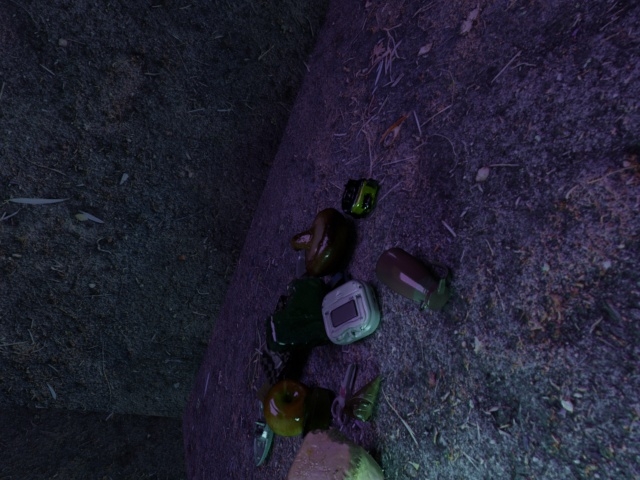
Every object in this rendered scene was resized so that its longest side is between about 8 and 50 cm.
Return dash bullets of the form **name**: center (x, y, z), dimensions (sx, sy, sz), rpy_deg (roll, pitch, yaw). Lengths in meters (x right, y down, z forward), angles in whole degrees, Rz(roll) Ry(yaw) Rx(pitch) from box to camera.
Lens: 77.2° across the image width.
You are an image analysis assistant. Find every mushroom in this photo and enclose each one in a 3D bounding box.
- **mushroom**: center (0.023, 0.005, 1.983), dimensions (0.345, 0.239, 0.346), rpy_deg (9, 101, 53)

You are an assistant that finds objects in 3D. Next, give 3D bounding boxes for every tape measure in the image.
- **tape measure**: center (0.176, -0.200, 1.896), dimensions (0.199, 0.112, 0.186), rpy_deg (7, 83, 65)

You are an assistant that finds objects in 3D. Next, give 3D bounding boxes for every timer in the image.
- **timer**: center (0.117, 0.294, 1.665), dimensions (0.262, 0.087, 0.237), rpy_deg (-35, 51, 31)

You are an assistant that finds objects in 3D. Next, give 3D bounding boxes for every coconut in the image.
- **coconut**: center (0.055, 0.801, 1.334), dimensions (0.297, 0.310, 0.298), rpy_deg (-20, 36, 15)

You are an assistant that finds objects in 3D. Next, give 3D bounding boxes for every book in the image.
- **book**: center (-0.261, 0.790, 2.175), dimensions (0.192, 0.013, 0.168), rpy_deg (-49, 24, -11)

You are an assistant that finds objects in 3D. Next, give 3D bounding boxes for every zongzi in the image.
- **zongzi**: center (0.157, 0.589, 1.530), dimensions (0.178, 0.081, 0.189), rpy_deg (-59, 6, -22)

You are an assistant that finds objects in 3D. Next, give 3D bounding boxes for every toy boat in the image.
- **toy boat**: center (-0.304, 1.015, 2.124), dimensions (0.141, 0.092, 0.320), rpy_deg (-21, 56, 53)

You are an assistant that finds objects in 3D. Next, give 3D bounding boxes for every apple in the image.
- **apple**: center (-0.139, 0.771, 1.840), dimensions (0.246, 0.246, 0.226), rpy_deg (-105, 10, -47)

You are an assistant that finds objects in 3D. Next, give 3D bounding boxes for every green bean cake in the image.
- **green bean cake**: center (-0.102, 0.337, 1.819), dimensions (0.169, 0.300, 0.308), rpy_deg (123, 140, -59)

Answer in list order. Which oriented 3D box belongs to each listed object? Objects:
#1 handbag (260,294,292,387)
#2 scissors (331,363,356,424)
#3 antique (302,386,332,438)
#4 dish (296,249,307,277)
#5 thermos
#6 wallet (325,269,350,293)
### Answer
- **handbag**: center (-0.179, 0.534, 2.059), dimensions (0.317, 0.180, 0.417), rpy_deg (-133, 59, -70)
- **scissors**: center (0.102, 0.620, 1.633), dimensions (0.118, 0.030, 0.242), rpy_deg (22, 97, 64)
- **antique**: center (-0.007, 0.741, 1.706), dimensions (0.081, 0.080, 0.221), rpy_deg (163, 122, -75)
- **dish**: center (-0.065, 0.121, 2.224), dimensions (0.234, 0.064, 0.154), rpy_deg (-41, 40, 46)
- **thermos**: center (0.330, 0.129, 1.379), dimensions (0.176, 0.146, 0.265), rpy_deg (-47, 35, -5)
- **wallet**: center (0.090, 0.267, 1.829), dimensions (0.170, 0.069, 0.231), rpy_deg (-50, 37, 34)
